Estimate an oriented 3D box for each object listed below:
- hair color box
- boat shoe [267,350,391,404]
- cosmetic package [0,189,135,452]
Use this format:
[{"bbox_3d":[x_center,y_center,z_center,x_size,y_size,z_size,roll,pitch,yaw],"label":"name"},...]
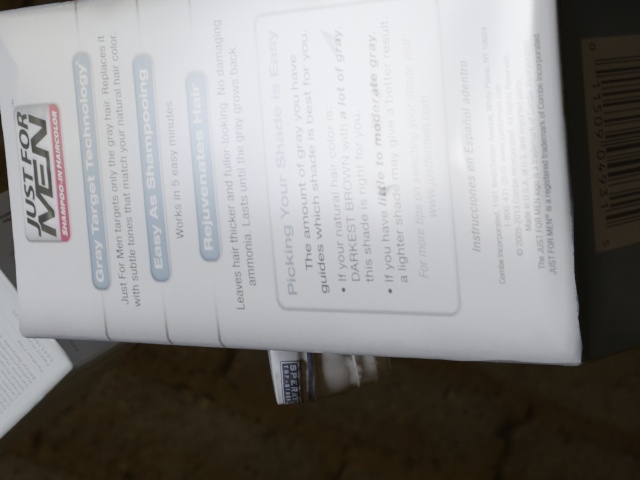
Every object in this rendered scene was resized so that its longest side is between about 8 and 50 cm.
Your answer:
[{"bbox_3d":[-0.004,-0.042,0.846,0.374,0.185,0.113,0,-173,41],"label":"hair color box"},{"bbox_3d":[0.000,0.000,1.142,0.088,0.096,0.267,-6,-142,-2],"label":"boat shoe"},{"bbox_3d":[-0.243,0.061,1.335,0.151,0.184,0.151,52,-145,4],"label":"cosmetic package"}]
